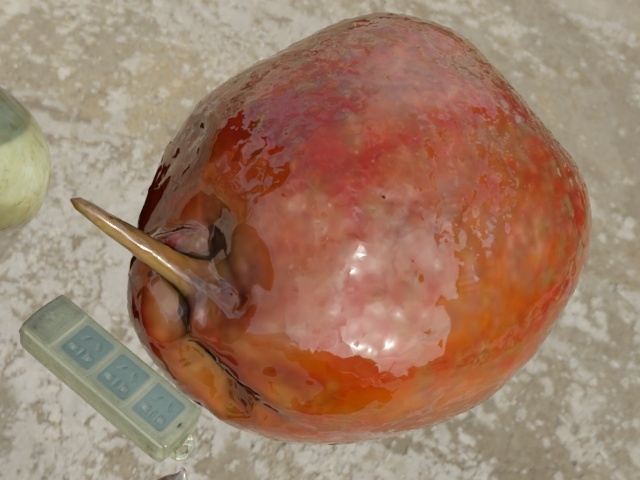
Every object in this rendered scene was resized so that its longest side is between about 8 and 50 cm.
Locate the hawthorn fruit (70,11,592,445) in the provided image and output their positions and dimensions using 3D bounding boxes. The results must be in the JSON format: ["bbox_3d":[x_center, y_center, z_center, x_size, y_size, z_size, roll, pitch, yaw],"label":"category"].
[{"bbox_3d":[0.000,0.000,0.413,0.262,0.210,0.210,-12,56,-44],"label":"hawthorn fruit"}]

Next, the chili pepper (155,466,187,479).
[{"bbox_3d":[-0.252,0.401,1.322,0.050,0.153,0.041,41,11,-13],"label":"chili pepper"}]

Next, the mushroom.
[{"bbox_3d":[-0.536,-0.121,1.162,0.352,0.260,0.352,24,1,0],"label":"mushroom"}]

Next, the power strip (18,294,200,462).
[{"bbox_3d":[-0.262,0.171,1.066,0.272,0.052,0.078,37,48,11],"label":"power strip"}]
